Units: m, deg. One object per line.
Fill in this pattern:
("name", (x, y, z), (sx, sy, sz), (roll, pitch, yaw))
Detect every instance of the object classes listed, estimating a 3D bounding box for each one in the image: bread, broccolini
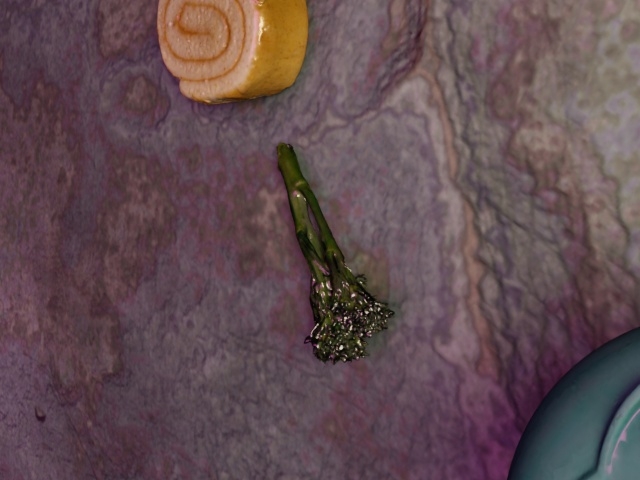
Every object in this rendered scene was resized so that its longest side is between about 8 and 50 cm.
("bread", (-0.082, -0.178, 0.806), (0.149, 0.073, 0.122), (10, 101, 44))
("broccolini", (0.006, 0.003, 0.764), (0.074, 0.058, 0.201), (-30, 56, 27))

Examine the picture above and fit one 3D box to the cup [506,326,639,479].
("cup", (0.208, 0.158, 0.422), (0.219, 0.258, 0.289), (43, 121, 40))
